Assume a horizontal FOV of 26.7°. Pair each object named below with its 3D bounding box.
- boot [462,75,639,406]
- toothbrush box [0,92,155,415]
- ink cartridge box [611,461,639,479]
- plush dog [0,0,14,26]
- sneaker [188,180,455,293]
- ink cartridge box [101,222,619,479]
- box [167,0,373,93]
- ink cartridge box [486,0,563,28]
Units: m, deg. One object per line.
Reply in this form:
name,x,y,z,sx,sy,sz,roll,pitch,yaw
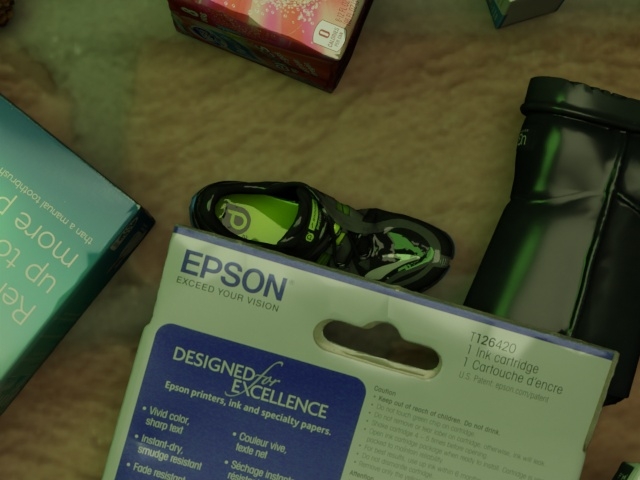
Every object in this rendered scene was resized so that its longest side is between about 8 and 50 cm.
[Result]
boot,0.228,0.015,0.937,0.246,0.094,0.207,14,91,-8
toothbrush box,-0.287,0.030,0.900,0.216,0.126,0.295,39,87,1
ink cartridge box,0.232,0.281,0.866,0.208,0.045,0.206,33,87,-2
plush dog,-0.242,-0.248,0.875,0.225,0.210,0.262,-33,112,17
sneaker,0.000,0.000,0.935,0.188,0.078,0.067,14,85,-2
ink cartridge box,0.008,0.174,0.908,0.304,0.072,0.307,17,93,1
box,0.000,-0.248,0.932,0.128,0.122,0.257,22,85,1
ink cartridge box,0.132,-0.222,0.952,0.052,0.088,0.122,-17,86,0
